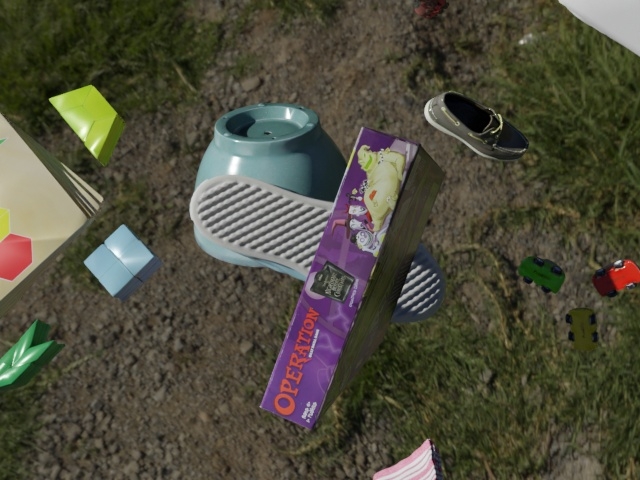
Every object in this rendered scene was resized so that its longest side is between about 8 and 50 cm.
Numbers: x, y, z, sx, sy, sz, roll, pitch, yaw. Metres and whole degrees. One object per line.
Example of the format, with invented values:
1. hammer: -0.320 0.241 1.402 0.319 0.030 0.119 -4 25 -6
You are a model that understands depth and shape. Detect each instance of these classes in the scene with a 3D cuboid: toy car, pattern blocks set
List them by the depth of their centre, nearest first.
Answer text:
1. pattern blocks set: -0.291 -0.026 0.640 0.285 0.026 0.325 -36 64 -1
2. toy car: 0.535 0.096 1.556 0.225 0.239 0.053 30 32 16

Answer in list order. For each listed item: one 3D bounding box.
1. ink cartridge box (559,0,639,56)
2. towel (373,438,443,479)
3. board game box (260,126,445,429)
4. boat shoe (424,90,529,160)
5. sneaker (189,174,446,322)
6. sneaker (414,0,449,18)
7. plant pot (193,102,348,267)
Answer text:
1. ink cartridge box: 0.313 -0.271 0.324 0.160 0.385 0.279 34 61 0
2. towel: 0.144 0.435 1.245 0.144 0.029 0.197 -38 12 16
3. board game box: 0.048 0.020 0.649 0.056 0.347 0.208 17 95 11
4. boat shoe: 0.425 -0.300 1.920 0.305 0.091 0.109 24 74 -11
5. sneaker: 0.000 0.000 1.022 0.366 0.150 0.135 26 92 -7
6. sneaker: 0.230 -0.572 1.580 0.135 0.276 0.098 4 81 -5
7. plant pot: -0.083 -0.114 1.235 0.293 0.196 0.293 -3 31 2
